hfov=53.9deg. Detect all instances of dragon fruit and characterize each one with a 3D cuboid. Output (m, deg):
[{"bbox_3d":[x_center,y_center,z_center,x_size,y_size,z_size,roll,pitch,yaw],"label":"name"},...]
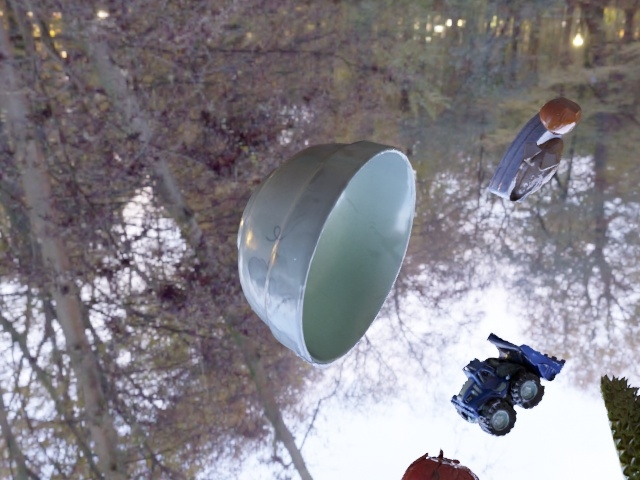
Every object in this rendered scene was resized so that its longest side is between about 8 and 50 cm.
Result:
[{"bbox_3d":[0.278,0.636,1.478,0.240,0.253,0.241,-2,-166,1],"label":"dragon fruit"}]

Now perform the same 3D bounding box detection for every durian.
[{"bbox_3d":[0.632,0.423,1.271,0.157,0.170,0.356,10,-133,-5],"label":"durian"}]

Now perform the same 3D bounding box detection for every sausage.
[{"bbox_3d":[0.559,-0.290,1.471,0.089,0.089,0.179,10,-161,25],"label":"sausage"}]

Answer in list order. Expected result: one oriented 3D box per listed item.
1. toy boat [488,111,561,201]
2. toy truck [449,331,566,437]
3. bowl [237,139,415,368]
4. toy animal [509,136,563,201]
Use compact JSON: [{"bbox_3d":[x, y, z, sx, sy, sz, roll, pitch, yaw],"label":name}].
[{"bbox_3d":[0.593,-0.243,1.796,0.127,0.283,0.078,16,-159,-37],"label":"toy boat"},{"bbox_3d":[0.343,0.257,1.189,0.208,0.126,0.113,-38,-166,-15],"label":"toy truck"},{"bbox_3d":[0.000,0.000,0.867,0.163,0.308,0.307,24,-152,27],"label":"bowl"},{"bbox_3d":[0.520,-0.166,1.518,0.089,0.188,0.179,40,-169,22],"label":"toy animal"}]
